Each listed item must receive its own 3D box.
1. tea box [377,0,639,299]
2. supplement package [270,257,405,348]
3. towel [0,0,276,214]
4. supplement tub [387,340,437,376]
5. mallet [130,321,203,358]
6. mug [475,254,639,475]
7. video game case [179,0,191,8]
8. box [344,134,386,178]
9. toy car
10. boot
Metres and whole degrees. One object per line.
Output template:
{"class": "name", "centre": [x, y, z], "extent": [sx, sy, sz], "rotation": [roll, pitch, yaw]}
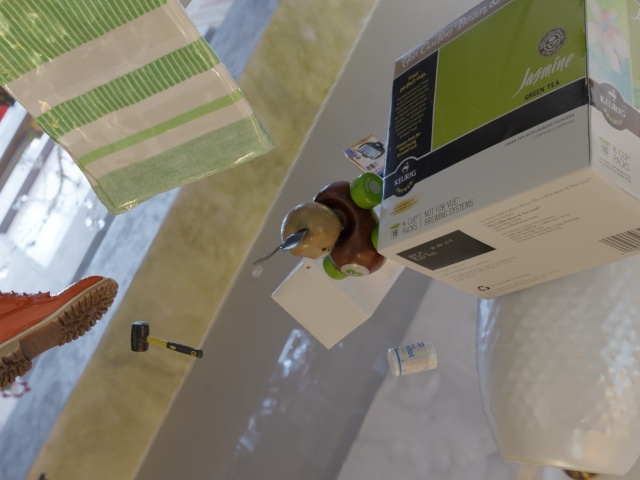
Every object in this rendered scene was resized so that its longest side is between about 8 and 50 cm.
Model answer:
{"class": "tea box", "centre": [0.266, -0.134, 0.949], "extent": [0.329, 0.220, 0.323], "rotation": [-24, -128, 50]}
{"class": "supplement package", "centre": [0.056, 0.082, 1.806], "extent": [0.198, 0.199, 0.263], "rotation": [-46, -178, 46]}
{"class": "towel", "centre": [-0.236, -0.182, 0.813], "extent": [0.248, 0.325, 0.038], "rotation": [-19, -144, 22]}
{"class": "supplement tub", "centre": [0.223, 0.288, 1.801], "extent": [0.107, 0.071, 0.071], "rotation": [-11, -140, -8]}
{"class": "mallet", "centre": [-0.318, 0.221, 1.513], "extent": [0.189, 0.039, 0.062], "rotation": [18, -77, 30]}
{"class": "mug", "centre": [0.384, 0.184, 1.139], "extent": [0.276, 0.374, 0.328], "rotation": [2, -107, 22]}
{"class": "video game case", "centre": [-0.238, -0.451, 1.273], "extent": [0.329, 0.036, 0.300], "rotation": [-2, -127, 57]}
{"class": "box", "centre": [0.124, -0.192, 1.734], "extent": [0.081, 0.028, 0.136], "rotation": [-32, -137, -11]}
{"class": "toy car", "centre": [0.000, 0.000, 1.068], "extent": [0.155, 0.188, 0.149], "rotation": [-29, -95, 50]}
{"class": "boot", "centre": [-0.275, 0.067, 0.708], "extent": [0.158, 0.059, 0.084], "rotation": [-33, -117, -30]}
